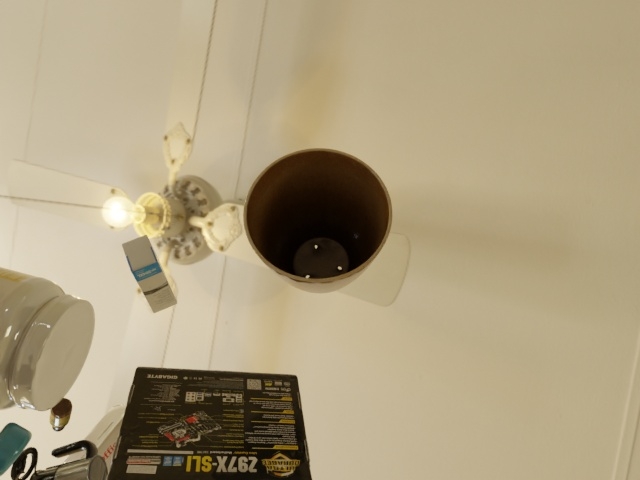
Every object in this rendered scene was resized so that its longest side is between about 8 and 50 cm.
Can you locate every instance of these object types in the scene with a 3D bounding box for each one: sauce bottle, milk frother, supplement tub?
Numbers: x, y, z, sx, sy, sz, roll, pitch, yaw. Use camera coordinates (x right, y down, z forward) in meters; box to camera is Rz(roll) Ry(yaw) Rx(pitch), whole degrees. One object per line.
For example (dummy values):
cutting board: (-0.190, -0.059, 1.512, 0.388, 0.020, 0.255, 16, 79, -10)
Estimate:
sauce bottle: (-0.548, 0.371, 1.045, 0.042, 0.042, 0.128, 54, -44, 19)
milk frother: (-0.544, 0.487, 1.037, 0.135, 0.143, 0.129, -15, -111, 0)
supplement tub: (-0.615, 0.162, 0.890, 0.332, 0.241, 0.240, 15, -84, 0)

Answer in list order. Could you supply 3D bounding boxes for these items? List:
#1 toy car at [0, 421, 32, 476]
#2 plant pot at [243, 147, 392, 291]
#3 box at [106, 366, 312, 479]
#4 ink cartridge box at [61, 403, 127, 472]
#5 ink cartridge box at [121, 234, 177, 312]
toy car: (-0.584, 0.328, 0.675, 0.219, 0.210, 0.238, 40, -76, -15)
plant pot: (0.000, 0.000, 0.904, 0.238, 0.254, 0.236, -1, -112, 2)
box: (-0.188, 0.346, 0.886, 0.323, 0.257, 0.079, 6, -62, -13)
ink cartridge box: (-0.526, 0.624, 1.373, 0.117, 0.207, 0.282, -16, -67, 30)
ink cartridge box: (-0.539, 0.108, 1.573, 0.086, 0.203, 0.148, -24, -135, -17)
